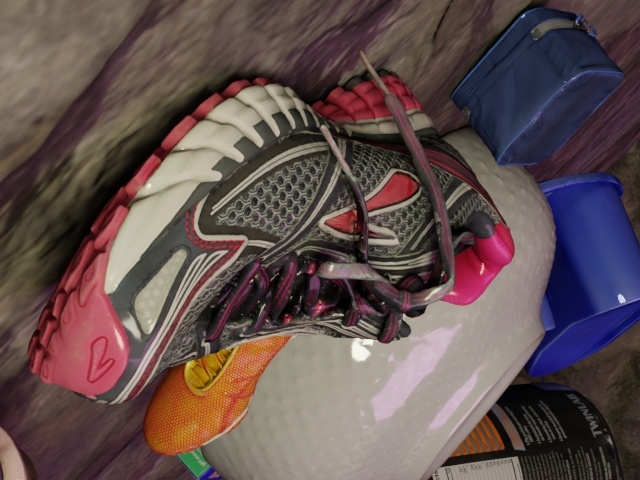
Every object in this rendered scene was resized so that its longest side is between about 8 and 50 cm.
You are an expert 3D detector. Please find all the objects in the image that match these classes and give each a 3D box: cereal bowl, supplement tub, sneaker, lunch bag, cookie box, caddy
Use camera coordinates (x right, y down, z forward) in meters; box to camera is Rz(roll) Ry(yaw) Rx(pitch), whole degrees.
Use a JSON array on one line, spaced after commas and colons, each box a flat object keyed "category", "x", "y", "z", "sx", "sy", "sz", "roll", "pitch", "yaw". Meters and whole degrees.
[{"category": "cereal bowl", "x": 0.071, "y": 0.086, "z": 0.911, "sx": 0.339, "sy": 0.141, "sz": 0.339, "roll": -46, "pitch": 166, "yaw": -16}, {"category": "supplement tub", "x": 0.121, "y": 0.244, "z": 1.147, "sx": 0.316, "sy": 0.193, "sz": 0.193, "roll": -1, "pitch": 146, "yaw": -29}, {"category": "sneaker", "x": -0.052, "y": 0.058, "z": 0.717, "sx": 0.175, "sy": 0.064, "sz": 0.067, "roll": -49, "pitch": 149, "yaw": 2}, {"category": "lunch bag", "x": 0.134, "y": -0.101, "z": 0.734, "sx": 0.067, "sy": 0.065, "sz": 0.098, "roll": -3, "pitch": 142, "yaw": -50}, {"category": "cookie box", "x": -0.074, "y": 0.164, "z": 1.047, "sx": 0.107, "sy": 0.040, "sz": 0.092, "roll": -44, "pitch": 167, "yaw": -3}, {"category": "caddy", "x": 0.197, "y": 0.042, "z": 1.233, "sx": 0.241, "sy": 0.179, "sz": 0.341, "roll": -15, "pitch": 161, "yaw": -14}, {"category": "sneaker", "x": 0.000, "y": 0.000, "z": 0.502, "sx": 0.121, "sy": 0.112, "sz": 0.299, "roll": -50, "pitch": 167, "yaw": 31}]

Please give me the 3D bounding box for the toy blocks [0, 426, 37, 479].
[{"category": "toy blocks", "x": -0.139, "y": 0.249, "z": 0.411, "sx": 0.288, "sy": 0.309, "sz": 0.260, "roll": -42, "pitch": 176, "yaw": -12}]
